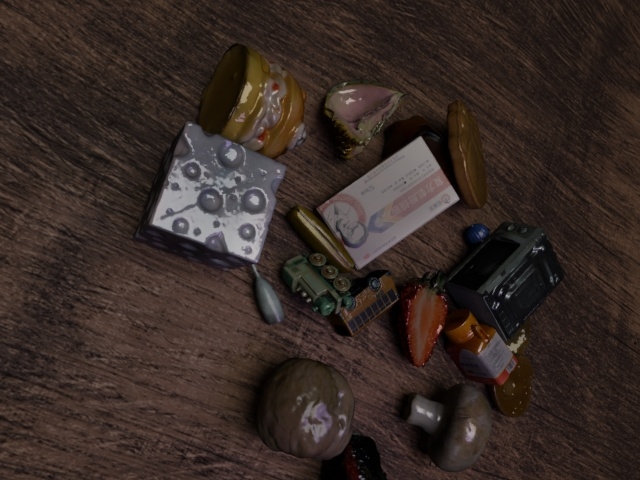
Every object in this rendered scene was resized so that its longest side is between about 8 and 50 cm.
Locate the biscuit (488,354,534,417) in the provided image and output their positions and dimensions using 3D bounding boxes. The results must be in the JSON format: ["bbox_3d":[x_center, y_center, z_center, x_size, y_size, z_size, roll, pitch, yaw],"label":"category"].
[{"bbox_3d":[0.609,0.462,1.615,0.181,0.049,0.207,21,72,-23],"label":"biscuit"}]

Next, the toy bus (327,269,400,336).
[{"bbox_3d":[0.118,0.171,1.375,0.201,0.098,0.114,-33,101,-26],"label":"toy bus"}]

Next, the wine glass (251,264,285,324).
[{"bbox_3d":[-0.150,0.119,1.265,0.066,0.066,0.197,-24,95,-28],"label":"wine glass"}]

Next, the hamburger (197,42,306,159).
[{"bbox_3d":[-0.154,-0.309,1.223,0.237,0.277,0.276,21,73,-36],"label":"hamburger"}]

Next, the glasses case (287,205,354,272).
[{"bbox_3d":[0.000,0.000,1.349,0.234,0.079,0.064,47,72,-14],"label":"glasses case"}]

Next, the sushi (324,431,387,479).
[{"bbox_3d":[0.089,0.593,1.237,0.126,0.136,0.225,21,29,-18],"label":"sushi"}]

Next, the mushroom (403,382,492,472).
[{"bbox_3d":[0.346,0.503,1.392,0.244,0.244,0.243,4,81,-27],"label":"mushroom"}]

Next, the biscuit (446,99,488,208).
[{"bbox_3d":[0.464,-0.275,1.560,0.312,0.057,0.350,33,54,-54],"label":"biscuit"}]

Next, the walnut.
[{"bbox_3d":[-0.031,0.397,1.191,0.249,0.248,0.247,4,81,-27],"label":"walnut"}]

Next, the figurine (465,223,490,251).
[{"bbox_3d":[0.518,0.017,1.627,0.088,0.086,0.149,-9,99,-5],"label":"figurine"}]

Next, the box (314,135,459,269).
[{"bbox_3d":[0.186,-0.105,1.398,0.353,0.069,0.214,-34,100,-1],"label":"box"}]

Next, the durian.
[{"bbox_3d":[0.102,-0.371,1.425,0.196,0.185,0.305,36,62,2],"label":"durian"}]

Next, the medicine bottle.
[{"bbox_3d":[0.465,0.319,1.504,0.112,0.149,0.222,-44,103,-25],"label":"medicine bottle"}]

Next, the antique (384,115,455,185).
[{"bbox_3d":[0.305,-0.244,1.516,0.224,0.129,0.277,-17,89,-26],"label":"antique"}]

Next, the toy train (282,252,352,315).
[{"bbox_3d":[-0.007,0.113,1.284,0.125,0.080,0.194,-25,53,-27],"label":"toy train"}]

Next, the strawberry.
[{"bbox_3d":[0.278,0.213,1.444,0.188,0.106,0.285,13,90,-39],"label":"strawberry"}]

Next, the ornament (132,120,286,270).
[{"bbox_3d":[-0.255,-0.084,1.139,0.239,0.240,0.239,22,73,-24],"label":"ornament"}]

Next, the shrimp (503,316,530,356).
[{"bbox_3d":[0.608,0.261,1.636,0.174,0.058,0.252,16,64,-9],"label":"shrimp"}]

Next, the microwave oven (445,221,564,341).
[{"bbox_3d":[0.571,0.120,1.525,0.295,0.181,0.237,-41,114,-16],"label":"microwave oven"}]
